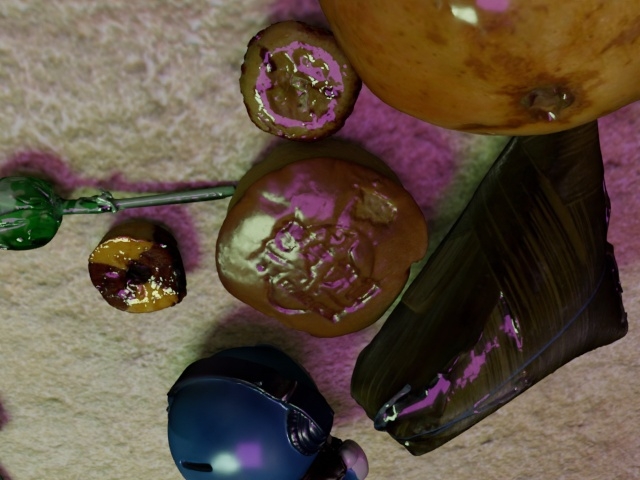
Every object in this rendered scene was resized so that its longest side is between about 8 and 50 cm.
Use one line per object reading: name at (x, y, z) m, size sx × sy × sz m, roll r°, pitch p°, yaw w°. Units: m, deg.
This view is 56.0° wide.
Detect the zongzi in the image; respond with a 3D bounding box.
zongzi at (0.191, 0.024, 0.738) m, size 0.403 × 0.208 × 0.432 m, roll -28°, pitch 125°, yaw -18°

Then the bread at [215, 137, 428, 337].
bread at (0.000, 0.000, 0.789) m, size 0.269 × 0.148 × 0.270 m, roll -3°, pitch 121°, yaw -5°

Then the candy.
candy at (-0.270, -0.050, 0.783) m, size 0.323 × 0.097 × 0.097 m, roll -7°, pitch 122°, yaw -12°

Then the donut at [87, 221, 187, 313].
donut at (-0.247, 0.037, 0.830) m, size 0.140 × 0.059 × 0.141 m, roll -3°, pitch 127°, yaw -5°

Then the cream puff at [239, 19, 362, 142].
cream puff at (-0.024, -0.190, 0.711) m, size 0.148 × 0.084 × 0.149 m, roll -2°, pitch 117°, yaw -4°

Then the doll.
doll at (-0.089, 0.293, 0.902) m, size 0.284 × 0.240 × 0.310 m, roll -8°, pitch 120°, yaw 33°

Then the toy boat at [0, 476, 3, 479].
toy boat at (-0.662, 0.427, 0.984) m, size 0.215 × 0.123 × 0.330 m, roll -24°, pitch 119°, yaw 6°

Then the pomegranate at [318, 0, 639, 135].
pomegranate at (0.179, -0.299, 0.528) m, size 0.409 × 0.410 × 0.410 m, roll -3°, pitch 121°, yaw -5°
